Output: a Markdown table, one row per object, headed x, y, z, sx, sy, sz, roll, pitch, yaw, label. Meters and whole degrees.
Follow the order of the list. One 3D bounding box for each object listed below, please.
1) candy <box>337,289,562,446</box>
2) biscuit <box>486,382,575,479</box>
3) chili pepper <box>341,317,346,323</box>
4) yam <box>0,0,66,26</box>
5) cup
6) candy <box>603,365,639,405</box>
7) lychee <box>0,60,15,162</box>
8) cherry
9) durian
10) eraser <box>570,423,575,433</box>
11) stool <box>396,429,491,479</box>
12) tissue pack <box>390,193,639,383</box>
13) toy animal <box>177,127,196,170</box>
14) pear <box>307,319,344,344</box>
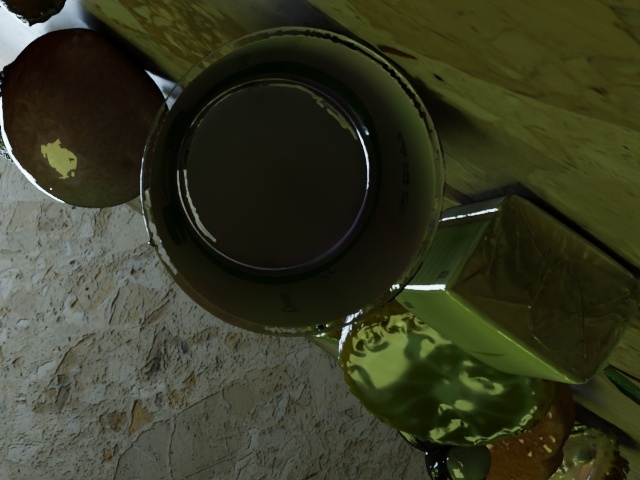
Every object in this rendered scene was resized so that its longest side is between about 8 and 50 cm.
| x | y | z | sx | sy | sz | roll | pitch | yaw | label |
| --- | --- | --- | --- | --- | --- | --- | --- | --- | --- |
| 0.150 | 0.126 | 1.802 | 0.260 | 0.118 | 0.260 | 9 | 138 | 8 | candy |
| 0.196 | 0.199 | 2.204 | 0.350 | 0.078 | 0.455 | 44 | 156 | 7 | biscuit |
| 0.095 | 0.084 | 2.004 | 0.144 | 0.136 | 0.252 | 21 | 174 | -37 | chili pepper |
| -0.341 | -0.300 | 1.768 | 0.079 | 0.079 | 0.141 | 29 | 170 | 35 | yam |
| -0.031 | -0.057 | 1.418 | 0.253 | 0.253 | 0.274 | 35 | -179 | -7 | cup |
| 0.429 | 0.225 | 1.800 | 0.323 | 0.097 | 0.097 | 37 | 177 | 46 | candy |
| -0.422 | -0.193 | 2.441 | 0.188 | 0.188 | 0.188 | 34 | 173 | 5 | lychee |
| -0.308 | -0.155 | 2.024 | 0.239 | 0.206 | 0.239 | 43 | -178 | -2 | cherry |
| 0.322 | 0.398 | 2.405 | 0.305 | 0.196 | 0.185 | -7 | 155 | 25 | durian |
| 0.263 | 0.244 | 2.467 | 0.189 | 0.104 | 0.290 | 22 | 166 | 42 | eraser |
| 0.166 | 0.226 | 2.035 | 0.125 | 0.217 | 0.121 | -7 | 162 | -44 | stool |
| 0.178 | 0.047 | 1.505 | 0.159 | 0.125 | 0.234 | 35 | 173 | -8 | tissue pack |
| -0.209 | -0.146 | 2.201 | 0.047 | 0.065 | 0.136 | 28 | 170 | 35 | toy animal |
| 0.047 | 0.130 | 2.708 | 0.141 | 0.104 | 0.141 | 10 | 176 | 1 | pear |
